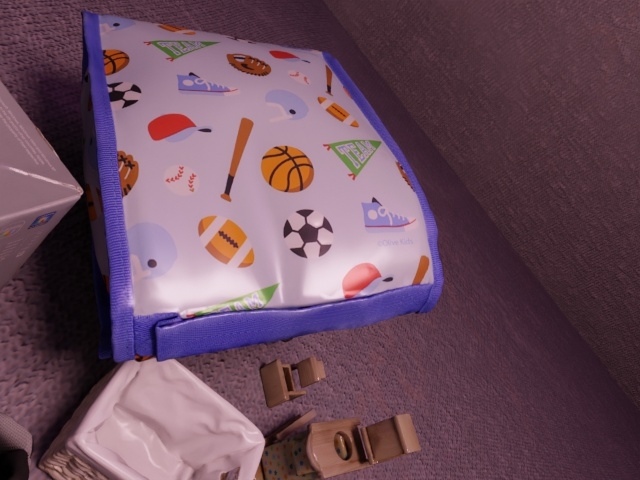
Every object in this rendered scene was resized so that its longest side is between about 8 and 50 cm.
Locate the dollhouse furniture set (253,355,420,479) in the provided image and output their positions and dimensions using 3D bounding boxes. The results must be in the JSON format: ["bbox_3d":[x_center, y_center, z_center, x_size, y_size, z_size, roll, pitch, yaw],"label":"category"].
[{"bbox_3d":[-0.004,0.201,0.587,0.101,0.182,0.161,16,49,-47],"label":"dollhouse furniture set"}]

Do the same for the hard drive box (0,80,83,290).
[{"bbox_3d":[-0.306,-0.033,0.341,0.181,0.232,0.089,54,31,-2],"label":"hard drive box"}]

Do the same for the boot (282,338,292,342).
[{"bbox_3d":[0.000,0.000,0.729,0.091,0.229,0.263,45,26,-52],"label":"boot"}]

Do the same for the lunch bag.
[{"bbox_3d":[-0.087,-0.051,0.542,0.327,0.239,0.385,-5,46,-27],"label":"lunch bag"}]

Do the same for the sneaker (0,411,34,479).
[{"bbox_3d":[-0.224,0.205,0.322,0.229,0.132,0.086,58,31,5],"label":"sneaker"}]

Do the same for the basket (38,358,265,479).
[{"bbox_3d":[-0.155,0.199,0.456,0.167,0.103,0.113,45,32,-16],"label":"basket"}]
